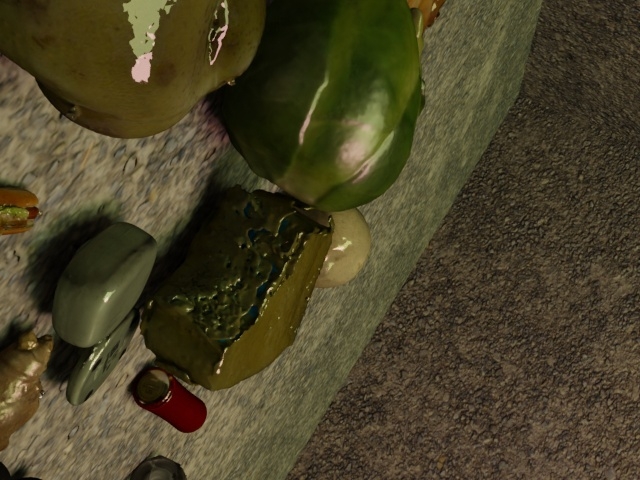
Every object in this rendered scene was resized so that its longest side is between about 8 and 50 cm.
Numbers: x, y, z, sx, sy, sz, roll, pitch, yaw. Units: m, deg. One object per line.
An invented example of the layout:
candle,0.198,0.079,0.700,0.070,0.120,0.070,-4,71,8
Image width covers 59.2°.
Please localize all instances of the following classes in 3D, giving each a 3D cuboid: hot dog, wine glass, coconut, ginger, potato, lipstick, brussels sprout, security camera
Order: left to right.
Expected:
ginger,-0.402,0.207,0.669,0.213,0.074,0.137,-51,159,-44
hot dog,-0.333,-0.024,0.558,0.056,0.041,0.133,-66,160,13
security camera,-0.304,0.107,0.771,0.301,0.080,0.157,-63,180,40
potato,-0.150,-0.232,0.514,0.351,0.202,0.218,-59,154,-50
wine glass,-0.358,0.592,1.236,0.126,0.126,0.241,-39,148,-47
lipstick,-0.286,0.315,1.095,0.080,0.080,0.241,-53,160,-21
coconut,0.000,0.000,1.199,0.224,0.224,0.224,-50,158,-29
brussels sprout,0.012,-0.205,0.851,0.371,0.276,0.315,22,84,-78

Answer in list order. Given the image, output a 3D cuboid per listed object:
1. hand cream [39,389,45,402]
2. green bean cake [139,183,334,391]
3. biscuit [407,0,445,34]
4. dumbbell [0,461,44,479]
hand cream,-0.412,0.231,0.753,0.093,0.019,0.030,-39,150,-43
green bean cake,-0.138,0.056,0.905,0.310,0.202,0.285,-65,163,4
biscuit,0.168,-0.516,1.037,0.326,0.107,0.326,-51,156,-33
dumbbell,-0.432,0.355,0.754,0.100,0.100,0.191,-51,158,-27
